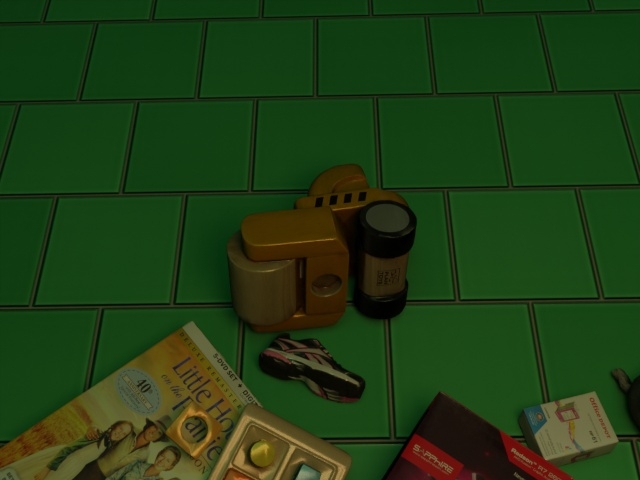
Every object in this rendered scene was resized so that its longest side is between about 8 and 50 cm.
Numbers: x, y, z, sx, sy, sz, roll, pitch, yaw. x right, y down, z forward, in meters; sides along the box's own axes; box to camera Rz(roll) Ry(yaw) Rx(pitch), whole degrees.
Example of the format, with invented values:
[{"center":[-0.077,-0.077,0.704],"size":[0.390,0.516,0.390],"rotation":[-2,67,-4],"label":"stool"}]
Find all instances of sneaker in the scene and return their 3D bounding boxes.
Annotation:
[{"center":[-0.006,0.197,1.351],"size":[0.178,0.072,0.077],"rotation":[22,48,10],"label":"sneaker"}]

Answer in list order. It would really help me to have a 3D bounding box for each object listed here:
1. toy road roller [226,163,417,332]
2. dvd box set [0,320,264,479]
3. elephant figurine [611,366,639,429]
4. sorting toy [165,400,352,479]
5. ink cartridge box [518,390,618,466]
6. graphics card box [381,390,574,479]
[{"center":[0.000,0.000,1.414],"size":[0.329,0.202,0.240],"rotation":[-7,43,-9],"label":"toy road roller"},{"center":[-0.279,0.350,1.252],"size":[0.420,0.062,0.307],"rotation":[-33,62,-20],"label":"dvd box set"},{"center":[0.557,0.222,1.208],"size":[0.186,0.239,0.169],"rotation":[3,56,4],"label":"elephant figurine"},{"center":[-0.069,0.355,1.189],"size":[0.347,0.047,0.196],"rotation":[28,68,-1],"label":"sorting toy"},{"center":[0.381,0.293,1.279],"size":[0.122,0.052,0.088],"rotation":[-12,55,-8],"label":"ink cartridge box"},{"center":[0.167,0.421,1.148],"size":[0.233,0.094,0.371],"rotation":[33,60,12],"label":"graphics card box"}]
